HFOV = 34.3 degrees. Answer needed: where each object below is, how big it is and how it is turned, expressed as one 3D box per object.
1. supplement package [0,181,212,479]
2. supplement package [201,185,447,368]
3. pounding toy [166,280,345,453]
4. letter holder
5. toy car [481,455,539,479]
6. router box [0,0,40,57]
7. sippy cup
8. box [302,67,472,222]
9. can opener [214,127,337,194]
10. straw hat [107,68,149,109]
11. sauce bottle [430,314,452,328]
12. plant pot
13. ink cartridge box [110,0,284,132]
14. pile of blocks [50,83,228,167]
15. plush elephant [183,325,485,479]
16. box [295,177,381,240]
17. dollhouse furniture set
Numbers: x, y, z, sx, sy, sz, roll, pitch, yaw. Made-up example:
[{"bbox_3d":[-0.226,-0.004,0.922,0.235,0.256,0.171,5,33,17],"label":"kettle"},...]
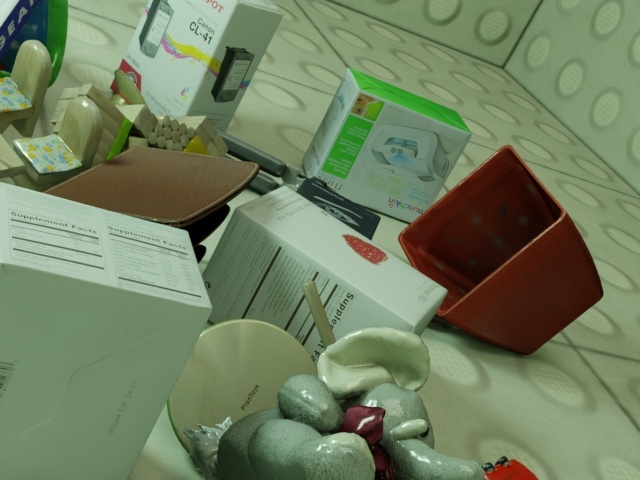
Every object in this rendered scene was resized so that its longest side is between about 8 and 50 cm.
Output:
[{"bbox_3d":[-0.260,0.107,1.022,0.204,0.261,0.145,16,26,-27],"label":"supplement package"},{"bbox_3d":[-0.001,0.081,1.471,0.293,0.175,0.177,33,23,11],"label":"supplement package"},{"bbox_3d":[-0.079,0.180,1.252,0.237,0.110,0.182,-28,87,-22],"label":"pounding toy"},{"bbox_3d":[-0.213,-0.010,1.366,0.215,0.151,0.302,7,19,14],"label":"letter holder"},{"bbox_3d":[0.169,0.322,1.318,0.225,0.053,0.239,28,22,1],"label":"toy car"},{"bbox_3d":[-0.622,-0.381,1.599,0.301,0.335,0.082,28,-21,-2],"label":"router box"},{"bbox_3d":[-0.573,-0.383,1.771,0.224,0.240,0.305,-1,16,-30],"label":"sippy cup"},{"bbox_3d":[0.129,-0.188,2.101,0.262,0.231,0.126,20,24,-20],"label":"box"},{"bbox_3d":[-0.100,-0.118,1.938,0.284,0.076,0.095,27,-9,-2],"label":"can opener"},{"bbox_3d":[-0.354,-0.229,1.857,0.061,0.144,0.144,-34,55,-18],"label":"straw hat"},{"bbox_3d":[0.172,0.116,1.759,0.128,0.042,0.042,23,23,-22],"label":"sauce bottle"},{"bbox_3d":[0.338,0.042,1.829,0.236,0.267,0.267,43,14,-30],"label":"plant pot"},{"bbox_3d":[-0.238,-0.354,1.945,0.131,0.306,0.226,-1,36,-49],"label":"ink cartridge box"},{"bbox_3d":[-0.317,-0.157,1.732,0.113,0.148,0.362,3,-3,37],"label":"pile of blocks"},{"bbox_3d":[0.038,0.238,1.072,0.256,0.271,0.330,-15,21,-27],"label":"plush elephant"},{"bbox_3d":[0.000,0.000,1.726,0.153,0.108,0.207,29,23,2],"label":"box"},{"bbox_3d":[-0.521,-0.234,1.320,0.362,0.256,0.394,-18,57,-45],"label":"dollhouse furniture set"}]
